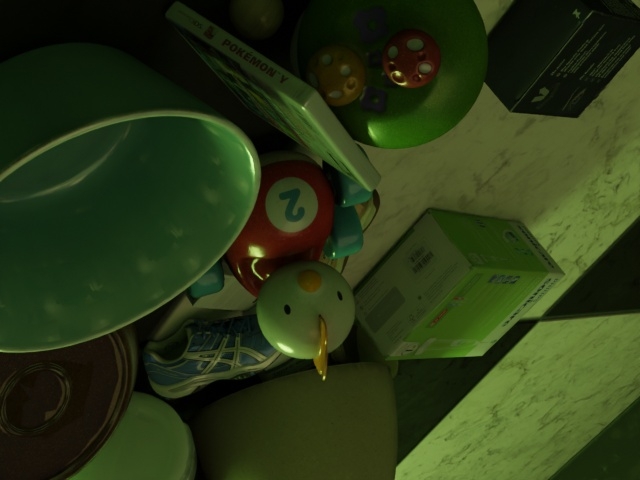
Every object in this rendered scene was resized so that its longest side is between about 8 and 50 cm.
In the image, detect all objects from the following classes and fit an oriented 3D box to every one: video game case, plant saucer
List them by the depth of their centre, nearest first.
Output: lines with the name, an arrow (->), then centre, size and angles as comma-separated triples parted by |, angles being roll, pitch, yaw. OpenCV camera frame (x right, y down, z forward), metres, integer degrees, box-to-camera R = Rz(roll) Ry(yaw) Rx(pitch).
video game case -> -0.041, -0.135, 1.106 | 0.023, 0.183, 0.201 | -52, 152, -3
plant saucer -> -0.323, 0.167, 1.272 | 0.311, 0.050, 0.310 | -21, 123, -36

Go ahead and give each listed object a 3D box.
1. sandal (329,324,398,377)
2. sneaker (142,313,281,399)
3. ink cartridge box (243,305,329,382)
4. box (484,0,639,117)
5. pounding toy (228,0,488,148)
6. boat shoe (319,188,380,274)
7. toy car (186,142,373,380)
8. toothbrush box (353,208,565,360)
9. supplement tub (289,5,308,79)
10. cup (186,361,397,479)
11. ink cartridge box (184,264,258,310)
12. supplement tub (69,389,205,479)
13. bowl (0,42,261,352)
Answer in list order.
sandal -> 0.045, 0.174, 1.821 | 0.079, 0.088, 0.240 | -8, 166, 23
sneaker -> -0.135, 0.140, 1.524 | 0.211, 0.080, 0.081 | -24, 130, -1
ink cartridge box -> -0.046, 0.138, 1.655 | 0.109, 0.063, 0.150 | -26, 151, -15
box -> 0.294, -0.237, 1.400 | 0.158, 0.093, 0.156 | -3, 139, -47
pounding toy -> 0.034, -0.181, 1.043 | 0.183, 0.237, 0.110 | -46, -179, 24
boat shoe -> 0.000, 0.000, 1.500 | 0.072, 0.068, 0.190 | 11, 118, -37
toy car -> -0.025, 0.041, 1.306 | 0.219, 0.238, 0.210 | -15, 148, -17
toothbrush box -> 0.210, 0.073, 1.770 | 0.283, 0.122, 0.206 | 6, 132, -50
supplement tub -> 0.065, -0.183, 1.211 | 0.117, 0.117, 0.190 | -46, 150, 20
cup -> -0.019, 0.349, 1.735 | 0.331, 0.236, 0.331 | -15, 161, -5
ink cartridge box -> -0.116, 0.059, 1.493 | 0.063, 0.029, 0.115 | -47, 151, 21
supplement tub -> -0.258, 0.355, 1.630 | 0.194, 0.193, 0.316 | -27, 151, -15
bowl -> -0.227, -0.056, 1.045 | 0.312, 0.163, 0.311 | -26, 151, -16
